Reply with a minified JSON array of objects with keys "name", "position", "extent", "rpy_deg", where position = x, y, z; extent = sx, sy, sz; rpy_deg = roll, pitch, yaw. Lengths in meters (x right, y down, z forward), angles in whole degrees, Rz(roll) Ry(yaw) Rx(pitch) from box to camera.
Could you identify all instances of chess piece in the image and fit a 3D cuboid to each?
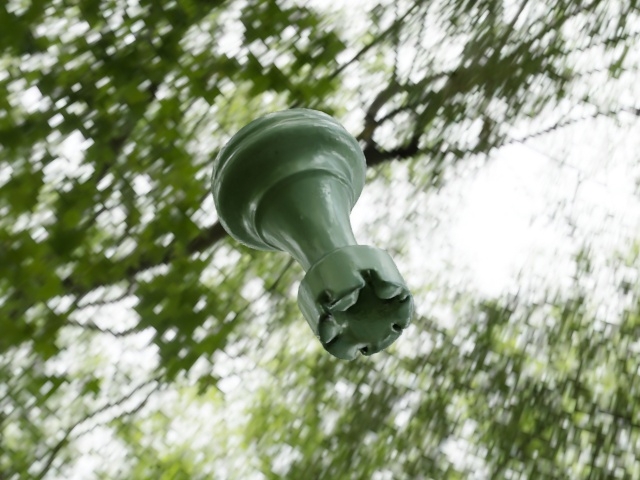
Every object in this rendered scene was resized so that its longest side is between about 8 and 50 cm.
[{"name":"chess piece","position":[0.000,0.000,0.712],"extent":[0.067,0.103,0.067],"rpy_deg":[-14,-46,-15]}]
